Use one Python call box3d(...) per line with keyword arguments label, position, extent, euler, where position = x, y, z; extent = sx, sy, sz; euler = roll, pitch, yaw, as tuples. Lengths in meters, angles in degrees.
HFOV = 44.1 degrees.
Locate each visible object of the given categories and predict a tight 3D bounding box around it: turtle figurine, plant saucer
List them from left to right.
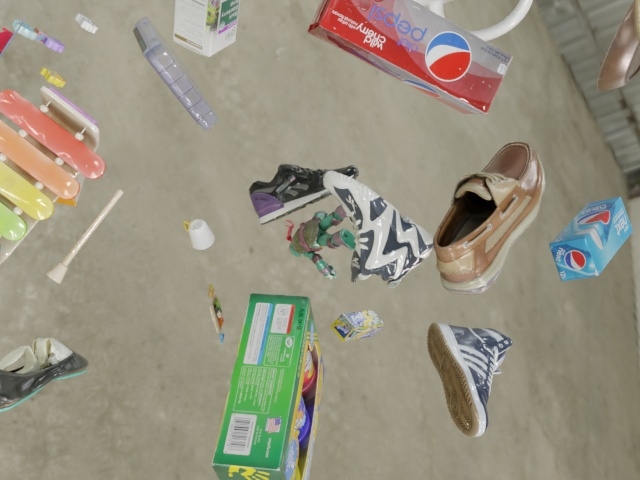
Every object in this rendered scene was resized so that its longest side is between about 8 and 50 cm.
box3d(label="turtle figurine", position=(0.000, 0.000, 1.780), extent=(0.118, 0.234, 0.175), euler=(6, 69, -35))
box3d(label="plant saucer", position=(0.673, -0.445, 1.635), extent=(0.050, 0.311, 0.310), euler=(32, 25, 22))

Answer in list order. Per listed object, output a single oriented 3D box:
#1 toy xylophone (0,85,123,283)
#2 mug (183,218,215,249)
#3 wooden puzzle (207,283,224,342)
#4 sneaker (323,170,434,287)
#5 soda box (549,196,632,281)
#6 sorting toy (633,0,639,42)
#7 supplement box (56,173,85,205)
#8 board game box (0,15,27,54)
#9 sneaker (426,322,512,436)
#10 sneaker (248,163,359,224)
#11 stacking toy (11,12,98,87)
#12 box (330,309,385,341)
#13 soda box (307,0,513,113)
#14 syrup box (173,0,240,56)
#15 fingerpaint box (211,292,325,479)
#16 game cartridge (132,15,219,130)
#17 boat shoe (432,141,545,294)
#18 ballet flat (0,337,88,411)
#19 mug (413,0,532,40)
box3d(label="toy xylophone", position=(-0.464, -0.077, 1.268), extent=(0.236, 0.081, 0.323), euler=(30, 84, -2))
box3d(label="mug", position=(-0.309, -0.020, 1.971), extent=(0.064, 0.078, 0.062), euler=(76, 17, -51))
box3d(label="wooden puzzle", position=(-0.226, 0.160, 1.741), extent=(0.078, 0.014, 0.116), euler=(-87, 163, -67))
box3d(label="sneaker", position=(0.074, -0.006, 1.396), extent=(0.235, 0.153, 0.094), euler=(35, 3, -17))
box3d(label="soda box", position=(0.473, -0.005, 1.371), extent=(0.210, 0.067, 0.071), euler=(-33, 105, -49))
box3d(label="sorting toy", position=(0.505, -0.354, 0.875), extent=(0.041, 0.307, 0.229), euler=(-80, 160, -69))
box3d(label="supplement box", position=(-0.468, -0.117, 1.449), extent=(0.036, 0.062, 0.099), euler=(102, -2, -64))
box3d(label="board game box", position=(-0.644, -0.385, 1.570), extent=(0.033, 0.169, 0.133), euler=(33, 25, -24))
box3d(label="sneaker", position=(0.320, 0.268, 1.561), extent=(0.153, 0.099, 0.282), euler=(5, 34, -14))
box3d(label="sneaker", position=(-0.048, -0.147, 1.967), extent=(0.107, 0.283, 0.124), euler=(-29, 96, -80))
box3d(label="stacking toy", position=(-0.615, -0.444, 1.725), extent=(0.052, 0.167, 0.221), euler=(46, 16, 32))
box3d(label="box", position=(0.101, 0.228, 2.119), extent=(0.059, 0.054, 0.169), euler=(50, 23, 23))
box3d(label="soda box", position=(0.121, -0.267, 1.075), extent=(0.263, 0.083, 0.092), euler=(25, 93, -14))
box3d(label="syrup box", position=(-0.210, -0.480, 1.494), extent=(0.093, 0.096, 0.237), euler=(-46, 157, -45))
box3d(label="fingerpaint box", position=(-0.106, 0.416, 1.930), extent=(0.371, 0.163, 0.445), euler=(81, 15, -51))
box3d(label="game cartridge", position=(-0.374, -0.429, 1.993), extent=(0.230, 0.068, 0.355), euler=(48, 5, -33))
box3d(label="boat shoe", position=(0.280, -0.060, 1.308), extent=(0.116, 0.123, 0.324), euler=(56, 50, -34))
box3d(label="ballet flat", position=(-0.544, 0.244, 1.533), extent=(0.280, 0.095, 0.096), euler=(-26, 110, -72))
box3d(label="mug", position=(0.276, -0.565, 1.504), extent=(0.276, 0.328, 0.374), euler=(-21, 96, -67))
